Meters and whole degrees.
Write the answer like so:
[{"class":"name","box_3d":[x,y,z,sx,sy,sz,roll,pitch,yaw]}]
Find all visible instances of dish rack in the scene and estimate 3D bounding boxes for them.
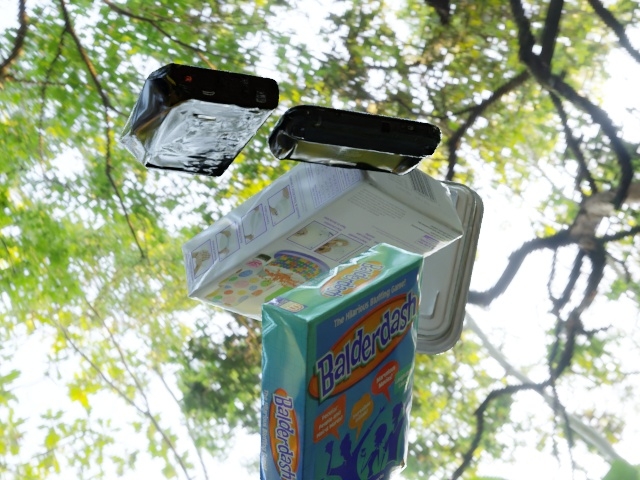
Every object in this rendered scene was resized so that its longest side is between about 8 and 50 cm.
[{"class":"dish rack","box_3d":[0.128,0.021,1.600,0.072,0.286,0.332,65,-144,-61]}]

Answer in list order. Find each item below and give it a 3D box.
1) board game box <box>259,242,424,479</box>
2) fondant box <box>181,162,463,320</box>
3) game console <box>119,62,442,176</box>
[{"class":"board game box","box_3d":[0.017,0.125,0.727,0.160,0.047,0.210,-26,-55,-48]},{"class":"fondant box","box_3d":[0.000,0.000,1.291,0.330,0.096,0.238,-33,-36,27]},{"class":"game console","box_3d":[-0.040,-0.120,1.049,0.361,0.213,0.044,6,-108,-22]}]
